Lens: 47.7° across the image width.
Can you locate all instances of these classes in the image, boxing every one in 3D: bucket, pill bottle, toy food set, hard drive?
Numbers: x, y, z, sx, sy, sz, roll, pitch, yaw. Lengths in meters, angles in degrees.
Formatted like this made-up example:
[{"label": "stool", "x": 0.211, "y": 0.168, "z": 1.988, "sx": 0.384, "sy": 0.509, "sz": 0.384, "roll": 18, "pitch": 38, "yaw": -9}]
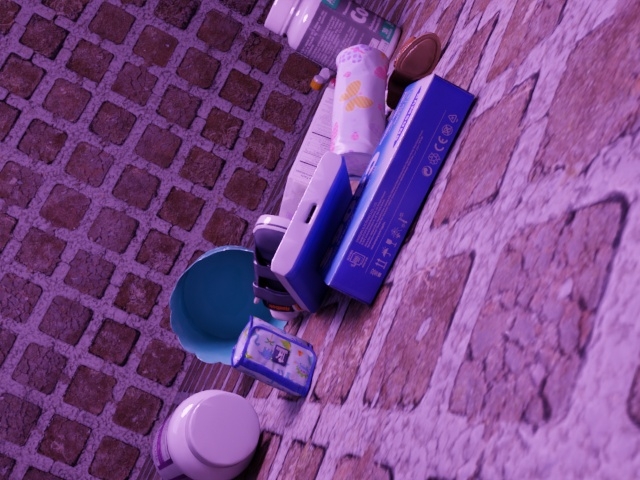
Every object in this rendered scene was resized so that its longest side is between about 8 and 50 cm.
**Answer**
[{"label": "bucket", "x": -0.209, "y": 0.141, "z": 1.702, "sx": 0.281, "sy": 0.281, "sz": 0.183, "roll": -63, "pitch": 8, "yaw": 5}, {"label": "pill bottle", "x": -0.213, "y": 0.375, "z": 1.363, "sx": 0.301, "sy": 0.169, "sz": 0.169, "roll": -46, "pitch": 19, "yaw": 59}, {"label": "pill bottle", "x": 0.033, "y": -0.612, "z": 2.109, "sx": 0.204, "sy": 0.361, "sz": 0.204, "roll": -60, "pitch": 10, "yaw": 19}, {"label": "toy food set", "x": 0.076, "y": -0.576, "z": 2.496, "sx": 0.232, "sy": 0.111, "sz": 0.104, "roll": -29, "pitch": -18, "yaw": -44}, {"label": "hard drive", "x": 0.000, "y": 0.000, "z": 1.258, "sx": 0.318, "sy": 0.040, "sz": 0.210, "roll": 67, "pitch": -133, "yaw": -73}]

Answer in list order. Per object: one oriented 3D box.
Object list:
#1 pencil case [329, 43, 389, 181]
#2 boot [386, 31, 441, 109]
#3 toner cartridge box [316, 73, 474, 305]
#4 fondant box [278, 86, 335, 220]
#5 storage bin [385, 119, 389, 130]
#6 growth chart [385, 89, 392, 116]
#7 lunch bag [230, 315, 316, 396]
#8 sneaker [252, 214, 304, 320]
[{"label": "pencil case", "x": 0.080, "y": -0.255, "z": 1.456, "sx": 0.124, "sy": 0.114, "sz": 0.273, "roll": 56, "pitch": -145, "yaw": -63}, {"label": "boot", "x": 0.192, "y": -0.383, "z": 1.505, "sx": 0.197, "sy": 0.073, "sz": 0.152, "roll": -54, "pitch": 14, "yaw": 46}, {"label": "toner cartridge box", "x": 0.108, "y": -0.080, "z": 1.134, "sx": 0.347, "sy": 0.075, "sz": 0.165, "roll": -64, "pitch": 10, "yaw": 1}, {"label": "fondant box", "x": -0.010, "y": -0.212, "z": 1.961, "sx": 0.238, "sy": 0.096, "sz": 0.330, "roll": 110, "pitch": -178, "yaw": -58}, {"label": "storage bin", "x": 0.090, "y": -0.225, "z": 1.582, "sx": 0.098, "sy": 0.091, "sz": 0.135, "roll": -52, "pitch": 14, "yaw": 50}, {"label": "growth chart", "x": 0.151, "y": -0.319, "z": 1.727, "sx": 0.171, "sy": 0.021, "sz": 0.237, "roll": -68, "pitch": 10, "yaw": -20}, {"label": "lunch bag", "x": -0.081, "y": 0.204, "z": 1.236, "sx": 0.096, "sy": 0.129, "sz": 0.151, "roll": -62, "pitch": 9, "yaw": 11}, {"label": "sneaker", "x": -0.071, "y": 0.067, "z": 1.441, "sx": 0.321, "sy": 0.126, "sz": 0.127, "roll": 76, "pitch": -151, "yaw": -64}]
